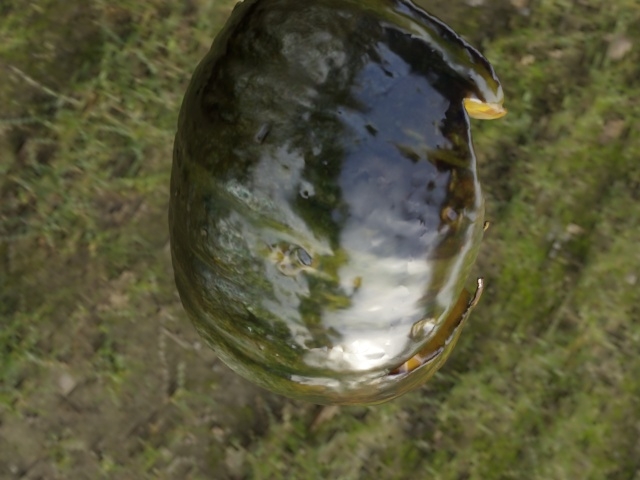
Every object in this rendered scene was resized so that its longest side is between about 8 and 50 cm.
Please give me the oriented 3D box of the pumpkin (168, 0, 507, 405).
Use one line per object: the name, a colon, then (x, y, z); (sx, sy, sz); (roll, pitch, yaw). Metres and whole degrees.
pumpkin: (0.000, 0.000, 0.559); (0.107, 0.119, 0.183); (-55, 158, -26)
